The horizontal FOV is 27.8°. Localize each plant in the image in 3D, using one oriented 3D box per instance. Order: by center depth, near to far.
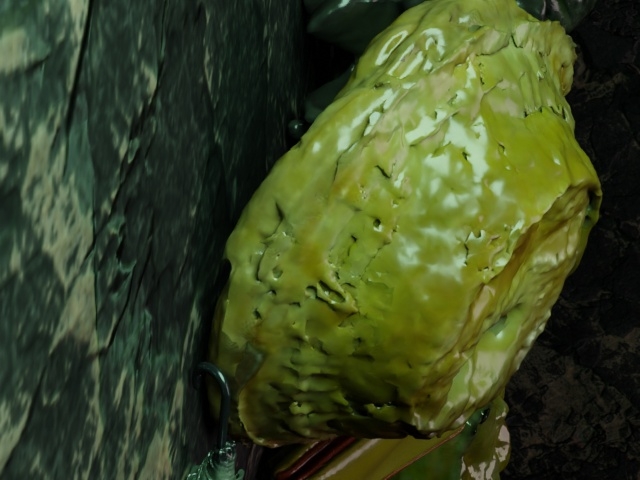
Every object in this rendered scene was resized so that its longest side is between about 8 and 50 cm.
[{"bbox_3d":[0.089,-0.137,1.011,0.276,0.199,0.188,24,62,-75],"label":"plant"}]

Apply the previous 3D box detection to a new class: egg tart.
[{"bbox_3d":[0.075,0.010,0.799,0.341,0.129,0.341,-43,151,-30],"label":"egg tart"}]

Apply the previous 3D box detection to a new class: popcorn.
[{"bbox_3d":[0.161,0.284,1.875,0.215,0.252,0.286,-140,-126,-61],"label":"popcorn"}]

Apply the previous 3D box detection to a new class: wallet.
[{"bbox_3d":[0.044,0.176,1.133,0.241,0.067,0.141,-33,148,-31],"label":"wallet"}]

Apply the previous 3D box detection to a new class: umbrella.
[{"bbox_3d":[-0.062,0.187,0.757,0.044,0.044,0.269,-29,133,-43],"label":"umbrella"}]

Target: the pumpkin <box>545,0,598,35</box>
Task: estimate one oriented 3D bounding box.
[{"bbox_3d":[0.228,-0.369,1.636,0.207,0.300,0.300,51,38,-38],"label":"pumpkin"}]
